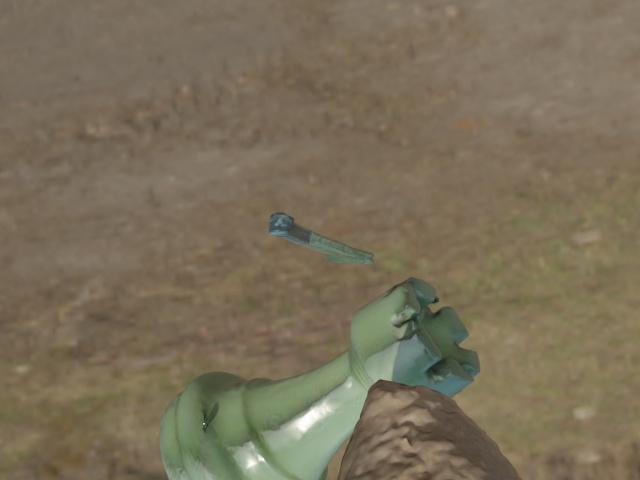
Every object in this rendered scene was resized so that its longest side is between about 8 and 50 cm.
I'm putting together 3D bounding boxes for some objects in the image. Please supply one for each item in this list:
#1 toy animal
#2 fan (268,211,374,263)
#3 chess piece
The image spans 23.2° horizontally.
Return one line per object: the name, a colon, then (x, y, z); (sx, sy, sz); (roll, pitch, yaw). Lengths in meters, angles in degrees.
toy animal: (0.092, 0.279, 1.212); (0.188, 0.358, 0.226); (-6, 121, 11)
fan: (0.000, 0.000, 1.109); (0.038, 0.016, 0.193); (5, 175, 16)
chess piece: (0.006, 0.162, 1.537); (0.299, 0.194, 0.194); (-36, 152, 22)
